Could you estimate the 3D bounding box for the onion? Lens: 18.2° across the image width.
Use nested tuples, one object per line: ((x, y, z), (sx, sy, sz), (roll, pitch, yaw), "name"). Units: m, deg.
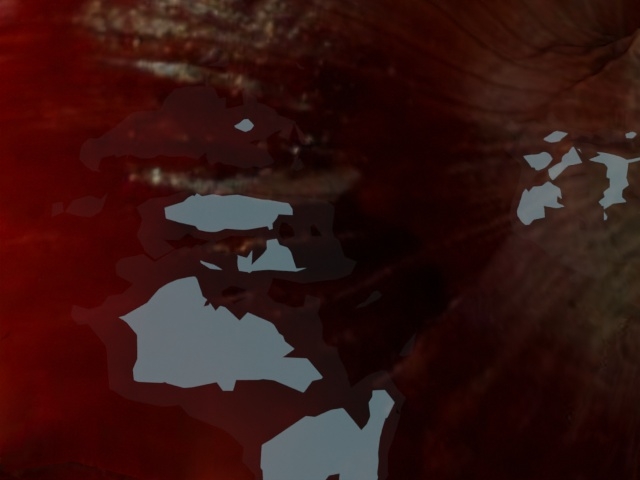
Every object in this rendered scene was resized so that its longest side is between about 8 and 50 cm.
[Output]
((-0.001, 0.004, 0.653), (0.341, 0.341, 0.341), (0, 88, -11), "onion")
